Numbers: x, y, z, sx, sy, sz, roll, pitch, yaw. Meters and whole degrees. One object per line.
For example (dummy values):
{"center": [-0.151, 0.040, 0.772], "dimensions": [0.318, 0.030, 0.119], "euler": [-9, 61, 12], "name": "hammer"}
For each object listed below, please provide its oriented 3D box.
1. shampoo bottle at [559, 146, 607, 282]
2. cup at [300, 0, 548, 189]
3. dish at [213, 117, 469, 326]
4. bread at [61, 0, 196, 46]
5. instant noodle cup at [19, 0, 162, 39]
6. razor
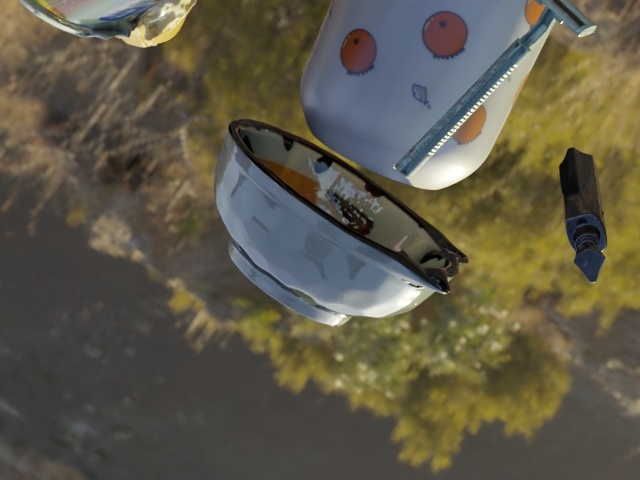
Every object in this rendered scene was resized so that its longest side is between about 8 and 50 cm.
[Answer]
{"center": [0.182, -0.020, 1.001], "dimensions": [0.027, 0.137, 0.048], "euler": [-19, 116, 16], "name": "shampoo bottle"}
{"center": [0.117, -0.221, 1.409], "dimensions": [0.212, 0.317, 0.212], "euler": [23, -166, -6], "name": "cup"}
{"center": [0.000, 0.000, 1.467], "dimensions": [0.303, 0.120, 0.303], "euler": [32, -166, -9], "name": "dish"}
{"center": [-0.225, -0.349, 1.744], "dimensions": [0.184, 0.211, 0.224], "euler": [7, 124, -15], "name": "bread"}
{"center": [-0.150, -0.342, 1.255], "dimensions": [0.214, 0.296, 0.296], "euler": [-10, 138, 35], "name": "instant noodle cup"}
{"center": [0.141, -0.134, 1.269], "dimensions": [0.084, 0.211, 0.036], "euler": [49, -162, 24], "name": "razor"}
